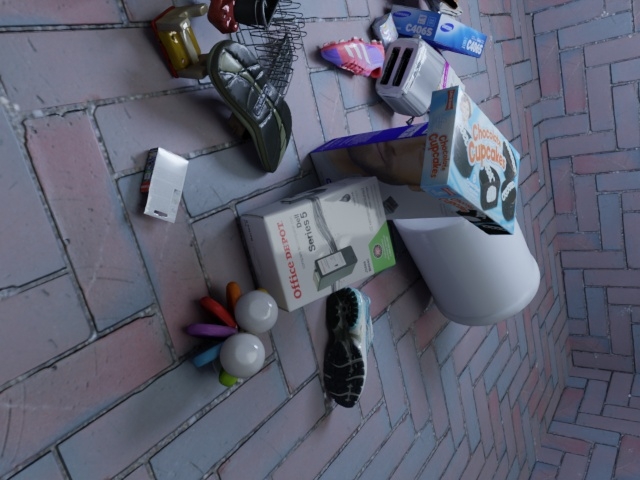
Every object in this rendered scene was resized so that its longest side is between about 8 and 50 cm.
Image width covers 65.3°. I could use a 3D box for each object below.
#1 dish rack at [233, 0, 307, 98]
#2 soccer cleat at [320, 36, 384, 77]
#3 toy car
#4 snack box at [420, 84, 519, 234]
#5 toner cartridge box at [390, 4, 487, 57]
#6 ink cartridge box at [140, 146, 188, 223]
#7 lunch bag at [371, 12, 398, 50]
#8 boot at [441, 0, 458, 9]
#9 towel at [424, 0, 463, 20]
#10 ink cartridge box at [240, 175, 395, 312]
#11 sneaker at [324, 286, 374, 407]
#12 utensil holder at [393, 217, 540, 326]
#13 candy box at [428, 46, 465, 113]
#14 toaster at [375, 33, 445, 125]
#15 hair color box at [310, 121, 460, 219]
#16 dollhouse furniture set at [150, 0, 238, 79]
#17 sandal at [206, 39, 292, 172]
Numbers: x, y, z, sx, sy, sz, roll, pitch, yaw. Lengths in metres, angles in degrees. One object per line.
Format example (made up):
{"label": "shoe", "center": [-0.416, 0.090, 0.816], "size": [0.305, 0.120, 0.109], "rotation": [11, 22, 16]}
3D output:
{"label": "dish rack", "center": [-0.082, -0.396, 0.970], "size": [0.271, 0.074, 0.208], "rotation": [73, 30, -57]}
{"label": "soccer cleat", "center": [0.090, -0.455, 1.257], "size": [0.248, 0.083, 0.095], "rotation": [-27, 114, -51]}
{"label": "toy car", "center": [-0.162, 0.159, 0.883], "size": [0.136, 0.159, 0.182], "rotation": [21, 69, -13]}
{"label": "snack box", "center": [0.304, -0.140, 0.979], "size": [0.322, 0.060, 0.187], "rotation": [22, 73, -47]}
{"label": "toner cartridge box", "center": [0.363, -0.633, 1.525], "size": [0.348, 0.165, 0.075], "rotation": [-14, 124, -51]}
{"label": "ink cartridge box", "center": [-0.264, -0.090, 0.835], "size": [0.063, 0.029, 0.115], "rotation": [23, 72, -49]}
{"label": "lunch bag", "center": [0.178, -0.579, 1.391], "size": [0.071, 0.053, 0.083], "rotation": [56, 39, -36]}
{"label": "boot", "center": [0.394, -0.763, 1.456], "size": [0.264, 0.096, 0.280], "rotation": [33, 45, -27]}
{"label": "towel", "center": [0.317, -0.792, 1.510], "size": [0.187, 0.049, 0.282], "rotation": [-21, 81, -51]}
{"label": "ink cartridge box", "center": [0.000, 0.000, 1.024], "size": [0.273, 0.115, 0.198], "rotation": [-22, 106, -27]}
{"label": "sneaker", "center": [0.088, 0.255, 1.203], "size": [0.122, 0.110, 0.283], "rotation": [13, 79, -54]}
{"label": "utensil holder", "center": [0.422, 0.004, 1.464], "size": [0.385, 0.328, 0.327], "rotation": [56, 49, -31]}
{"label": "candy box", "center": [0.393, -0.494, 1.641], "size": [0.233, 0.071, 0.159], "rotation": [27, 67, -47]}
{"label": "toaster", "center": [0.243, -0.449, 1.389], "size": [0.146, 0.129, 0.227], "rotation": [19, 93, -51]}
{"label": "hair color box", "center": [0.157, -0.148, 1.116], "size": [0.110, 0.339, 0.185], "rotation": [-42, 120, -45]}
{"label": "dollhouse furniture set", "center": [-0.257, -0.477, 0.799], "size": [0.201, 0.152, 0.374], "rotation": [-59, 148, -35]}
{"label": "sandal", "center": [-0.135, -0.251, 0.946], "size": [0.120, 0.086, 0.303], "rotation": [-65, 150, -23]}
